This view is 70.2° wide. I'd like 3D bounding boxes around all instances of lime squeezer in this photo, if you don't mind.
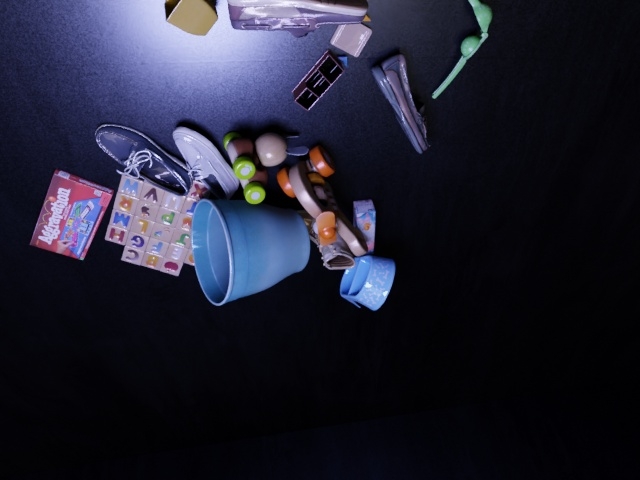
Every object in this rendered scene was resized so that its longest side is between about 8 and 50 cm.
[{"bbox_3d":[0.322,-0.461,1.022,0.109,0.059,0.311,-8,135,-3],"label":"lime squeezer"}]

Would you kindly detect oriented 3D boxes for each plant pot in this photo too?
[{"bbox_3d":[-0.176,0.014,1.215,0.255,0.272,0.272,-8,139,-32],"label":"plant pot"},{"bbox_3d":[-0.252,-0.460,0.910,0.081,0.081,0.083,-39,138,25],"label":"plant pot"}]

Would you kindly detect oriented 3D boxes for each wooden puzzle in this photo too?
[{"bbox_3d":[0.069,-0.455,1.014,0.078,0.014,0.116,27,124,-25],"label":"wooden puzzle"}]

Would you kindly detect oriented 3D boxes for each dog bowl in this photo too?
[{"bbox_3d":[0.138,0.125,1.433,0.074,0.166,0.297,21,171,-10],"label":"dog bowl"}]

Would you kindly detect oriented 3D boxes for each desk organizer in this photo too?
[{"bbox_3d":[-0.006,-0.369,1.058,0.047,0.050,0.130,29,123,-32],"label":"desk organizer"}]

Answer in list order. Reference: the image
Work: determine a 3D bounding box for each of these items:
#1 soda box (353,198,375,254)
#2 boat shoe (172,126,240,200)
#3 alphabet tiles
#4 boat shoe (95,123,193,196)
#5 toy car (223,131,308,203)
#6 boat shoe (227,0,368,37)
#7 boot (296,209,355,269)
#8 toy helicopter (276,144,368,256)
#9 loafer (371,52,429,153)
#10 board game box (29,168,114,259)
[{"bbox_3d":[0.133,-0.037,1.396,0.058,0.063,0.183,-7,135,-3],"label":"soda box"},{"bbox_3d":[-0.291,-0.185,1.152,0.079,0.081,0.227,-5,142,33],"label":"boat shoe"},{"bbox_3d":[-0.440,-0.045,1.291,0.285,0.011,0.343,19,122,-19],"label":"alphabet tiles"},{"bbox_3d":[-0.435,-0.191,1.126,0.254,0.079,0.095,36,117,-29],"label":"boat shoe"},{"bbox_3d":[-0.127,-0.208,1.137,0.188,0.155,0.149,-23,135,-5],"label":"toy car"},{"bbox_3d":[-0.048,-0.465,0.928,0.285,0.103,0.092,1,139,-6],"label":"boat shoe"},{"bbox_3d":[0.000,0.000,1.336,0.213,0.165,0.077,16,129,-25],"label":"boot"},{"bbox_3d":[0.034,-0.064,1.225,0.140,0.235,0.355,-30,129,18],"label":"toy helicopter"},{"bbox_3d":[0.219,-0.327,1.112,0.084,0.096,0.267,-32,129,13],"label":"loafer"},{"bbox_3d":[-0.688,-0.062,1.256,0.145,0.027,0.281,22,127,-26],"label":"board game box"}]
